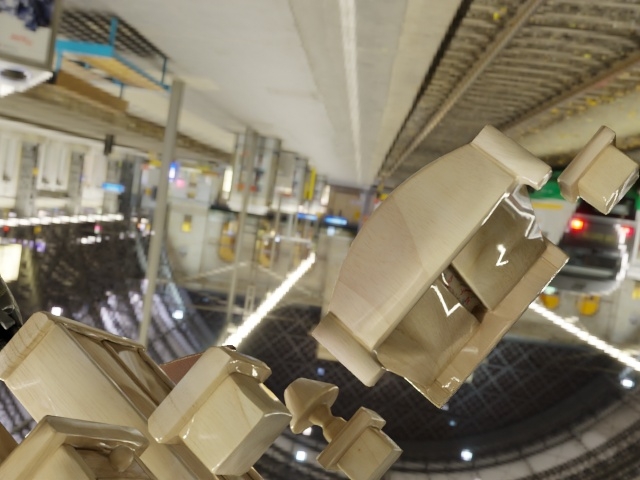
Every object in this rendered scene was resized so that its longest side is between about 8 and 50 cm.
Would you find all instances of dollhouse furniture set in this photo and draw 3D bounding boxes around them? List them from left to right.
[{"bbox_3d":[0.000,0.000,0.486,0.174,0.355,0.303,41,180,23],"label":"dollhouse furniture set"}]

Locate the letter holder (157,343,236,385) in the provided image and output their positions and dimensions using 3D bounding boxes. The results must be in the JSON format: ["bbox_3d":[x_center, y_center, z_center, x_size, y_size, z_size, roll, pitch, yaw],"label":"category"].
[{"bbox_3d":[-0.164,0.295,1.018,0.214,0.302,0.152,-23,123,35],"label":"letter holder"}]

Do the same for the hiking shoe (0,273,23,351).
[{"bbox_3d":[-0.347,0.082,0.850,0.086,0.114,0.227,-29,172,-29],"label":"hiking shoe"}]
